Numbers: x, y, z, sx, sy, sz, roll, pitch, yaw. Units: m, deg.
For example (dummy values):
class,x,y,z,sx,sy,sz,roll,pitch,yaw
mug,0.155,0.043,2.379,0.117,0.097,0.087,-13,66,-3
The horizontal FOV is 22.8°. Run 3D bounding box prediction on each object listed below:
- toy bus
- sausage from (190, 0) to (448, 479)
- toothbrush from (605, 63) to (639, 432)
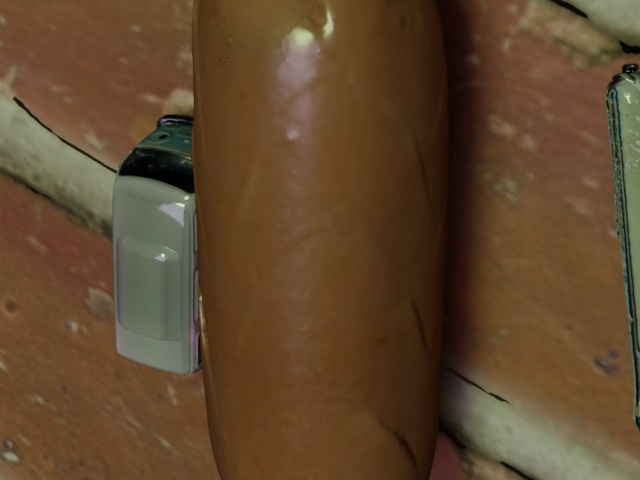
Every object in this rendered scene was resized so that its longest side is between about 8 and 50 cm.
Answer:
class,x,y,z,sx,sy,sz,roll,pitch,yaw
toy bus,-0.073,0.005,0.823,0.060,0.075,0.123,15,121,21
sausage,0.000,-0.001,0.753,0.121,0.121,0.304,12,121,23
toothbrush,0.158,0.058,0.759,0.026,0.028,0.294,2,110,26
